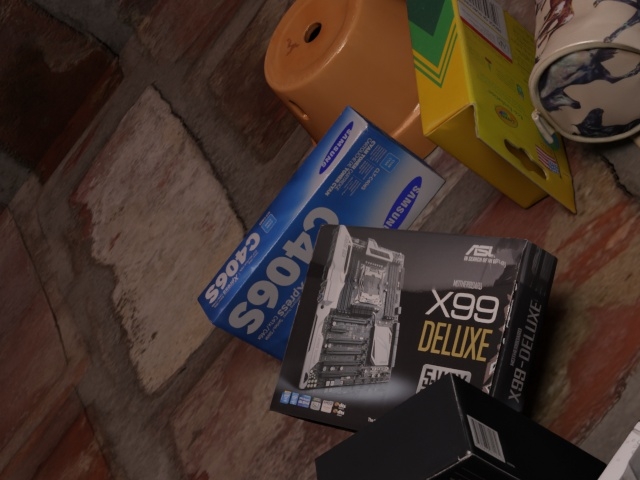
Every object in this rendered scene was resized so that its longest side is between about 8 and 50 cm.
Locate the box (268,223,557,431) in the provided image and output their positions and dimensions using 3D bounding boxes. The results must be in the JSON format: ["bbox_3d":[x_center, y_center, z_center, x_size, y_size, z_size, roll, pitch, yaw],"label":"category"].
[{"bbox_3d":[0.102,0.112,1.348,0.307,0.076,0.242,6,76,43],"label":"box"}]

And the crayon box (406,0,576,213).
[{"bbox_3d":[0.212,-0.180,1.480,0.081,0.202,0.318,-34,40,31],"label":"crayon box"}]

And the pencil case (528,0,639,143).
[{"bbox_3d":[0.333,-0.310,1.456,0.183,0.160,0.410,-31,39,39],"label":"pencil case"}]

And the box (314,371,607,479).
[{"bbox_3d":[0.151,0.258,1.159,0.184,0.261,0.103,-39,39,25],"label":"box"}]

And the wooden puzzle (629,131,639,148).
[{"bbox_3d":[0.398,-0.141,1.385,0.078,0.014,0.116,-50,35,11],"label":"wooden puzzle"}]

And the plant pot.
[{"bbox_3d":[0.056,-0.256,1.732,0.291,0.203,0.291,-30,44,33],"label":"plant pot"}]

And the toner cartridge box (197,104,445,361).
[{"bbox_3d":[0.000,0.000,1.635,0.348,0.165,0.075,-52,36,9],"label":"toner cartridge box"}]

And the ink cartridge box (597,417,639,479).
[{"bbox_3d":[0.363,0.243,0.889,0.395,0.166,0.285,-48,31,-23],"label":"ink cartridge box"}]
